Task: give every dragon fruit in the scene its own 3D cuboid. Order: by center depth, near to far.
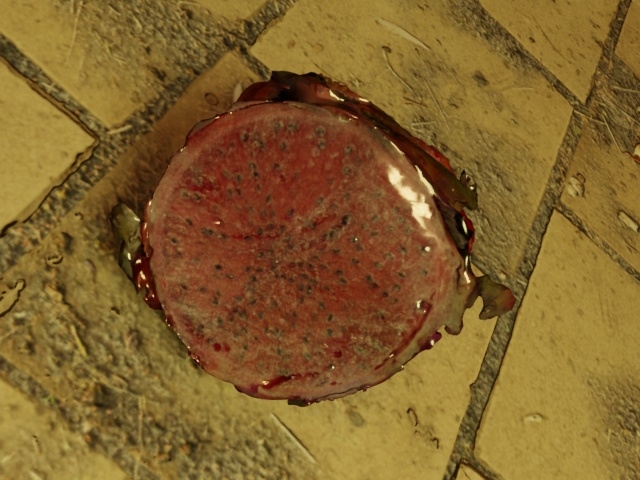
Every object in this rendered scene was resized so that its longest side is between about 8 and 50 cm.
[{"bbox_3d":[0.000,0.000,0.800,0.314,0.296,0.263,43,13,-3],"label":"dragon fruit"}]
